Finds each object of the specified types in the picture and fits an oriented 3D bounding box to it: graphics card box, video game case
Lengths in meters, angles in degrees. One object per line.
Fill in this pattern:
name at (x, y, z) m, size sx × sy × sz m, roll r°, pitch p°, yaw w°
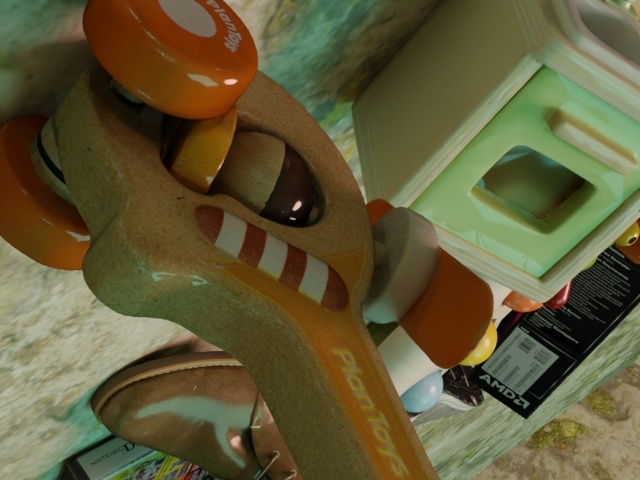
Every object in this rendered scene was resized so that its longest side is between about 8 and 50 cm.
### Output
graphics card box at (0.311, 0.016, 1.506) m, size 0.233 × 0.094 × 0.371 m, roll -54°, pitch 175°, yaw -37°
video game case at (-0.159, 0.230, 1.367) m, size 0.248 × 0.035 × 0.275 m, roll -26°, pitch 160°, yaw -32°

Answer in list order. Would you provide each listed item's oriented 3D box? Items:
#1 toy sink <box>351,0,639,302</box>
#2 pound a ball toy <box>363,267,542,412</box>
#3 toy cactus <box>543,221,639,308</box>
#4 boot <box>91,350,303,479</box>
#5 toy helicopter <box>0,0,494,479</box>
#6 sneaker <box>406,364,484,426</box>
toy sink at (0.153, -0.094, 0.872) m, size 0.153 × 0.131 × 0.234 m, roll 27°, pitch 124°, yaw -27°
pound a ball toy at (0.150, 0.039, 1.307) m, size 0.319 × 0.136 × 0.208 m, roll -46°, pitch 160°, yaw 29°
toy cactus at (0.214, -0.049, 1.031) m, size 0.219 × 0.112 × 0.180 m, roll -39°, pitch 151°, yaw -61°
boot at (-0.052, 0.177, 1.173) m, size 0.305 × 0.115 × 0.112 m, roll 18°, pitch 131°, yaw -36°
toy helicopter at (-0.001, 0.040, 0.652) m, size 0.235 × 0.355 × 0.140 m, roll 10°, pitch 132°, yaw -44°
sneaker at (0.106, 0.182, 1.678) m, size 0.108 × 0.100 × 0.271 m, roll -34°, pitch 162°, yaw 32°
